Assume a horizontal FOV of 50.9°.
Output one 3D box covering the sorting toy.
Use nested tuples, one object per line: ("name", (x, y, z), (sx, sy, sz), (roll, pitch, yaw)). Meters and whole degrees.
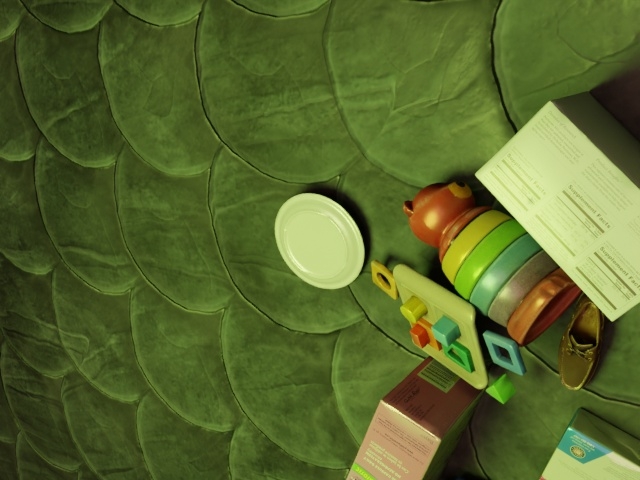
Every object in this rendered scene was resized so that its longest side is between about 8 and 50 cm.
("sorting toy", (0.193, 0.151, 1.135), (0.347, 0.047, 0.196), (33, 151, 44))

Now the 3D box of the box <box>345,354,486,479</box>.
("box", (0.163, 0.357, 1.187), (0.117, 0.213, 0.243), (30, 118, 24))

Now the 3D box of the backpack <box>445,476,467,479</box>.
("backpack", (0.258, 0.488, 1.234), (0.120, 0.098, 0.101), (6, 108, 42))

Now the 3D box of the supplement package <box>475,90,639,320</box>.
("supplement package", (0.384, -0.059, 0.926), (0.262, 0.204, 0.145), (50, 125, 12))

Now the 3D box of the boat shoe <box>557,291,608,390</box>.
("boat shoe", (0.409, 0.160, 1.059), (0.064, 0.060, 0.178), (19, 113, 28))

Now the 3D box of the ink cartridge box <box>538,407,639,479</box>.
("ink cartridge box", (0.430, 0.411, 1.104), (0.134, 0.078, 0.231), (29, 117, 23))

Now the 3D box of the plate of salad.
("plate of salad", (0.000, 0.000, 1.299), (0.199, 0.048, 0.200), (15, 122, 27))

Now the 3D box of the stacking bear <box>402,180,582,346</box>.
("stacking bear", (0.259, 0.013, 1.067), (0.289, 0.175, 0.164), (45, 135, 26))
